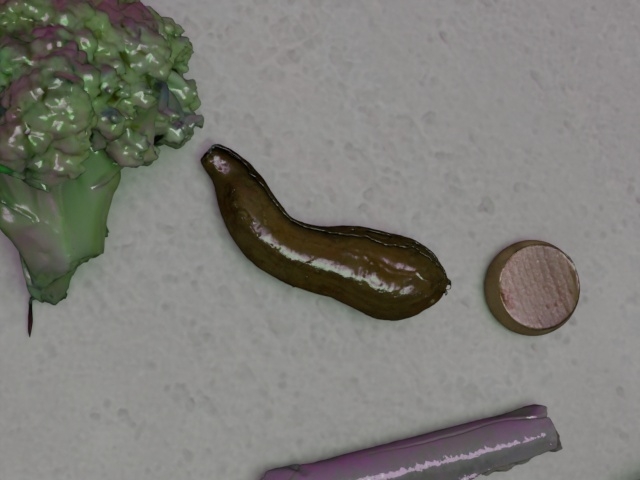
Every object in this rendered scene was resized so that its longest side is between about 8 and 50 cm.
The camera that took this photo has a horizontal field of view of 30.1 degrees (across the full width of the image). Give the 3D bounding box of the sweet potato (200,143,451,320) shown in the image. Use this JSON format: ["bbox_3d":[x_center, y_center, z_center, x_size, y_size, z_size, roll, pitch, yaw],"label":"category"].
[{"bbox_3d":[-0.004,0.004,0.982,0.233,0.062,0.081,27,65,-6],"label":"sweet potato"}]

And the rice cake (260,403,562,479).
[{"bbox_3d":[0.076,0.187,0.987,0.270,0.049,0.055,-11,74,-12],"label":"rice cake"}]

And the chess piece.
[{"bbox_3d":[0.184,0.041,1.030,0.084,0.038,0.083,1,88,-13],"label":"chess piece"}]

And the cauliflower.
[{"bbox_3d":[-0.203,-0.073,0.890,0.256,0.239,0.315,-21,113,-52],"label":"cauliflower"}]
